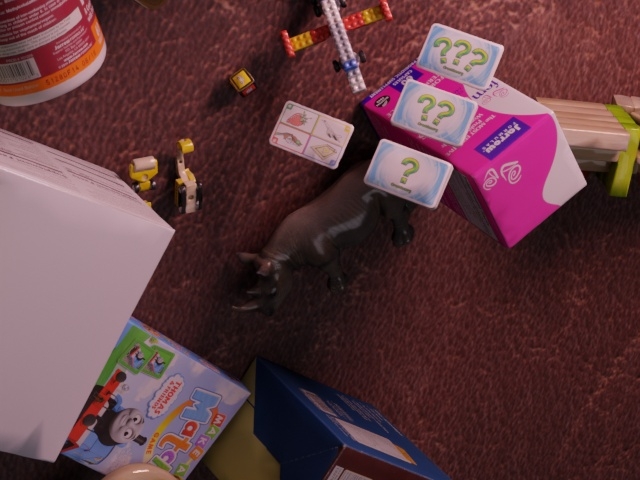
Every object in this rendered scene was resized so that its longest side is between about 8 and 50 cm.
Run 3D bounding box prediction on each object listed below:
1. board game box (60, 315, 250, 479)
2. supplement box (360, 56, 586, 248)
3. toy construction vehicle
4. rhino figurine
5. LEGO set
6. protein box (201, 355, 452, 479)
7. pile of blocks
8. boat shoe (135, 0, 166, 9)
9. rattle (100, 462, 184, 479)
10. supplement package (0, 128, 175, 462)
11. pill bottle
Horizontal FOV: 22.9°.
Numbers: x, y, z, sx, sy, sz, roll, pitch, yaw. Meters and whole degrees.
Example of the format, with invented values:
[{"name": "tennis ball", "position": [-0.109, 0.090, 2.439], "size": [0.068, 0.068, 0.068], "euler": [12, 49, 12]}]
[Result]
[{"name": "board game box", "position": [-0.196, 0.177, 1.689], "size": [0.211, 0.039, 0.160], "euler": [35, 93, -41]}, {"name": "supplement box", "position": [0.157, -0.102, 1.651], "size": [0.111, 0.220, 0.114], "euler": [-39, 130, -10]}, {"name": "toy construction vehicle", "position": [-0.165, -0.051, 1.593], "size": [0.086, 0.035, 0.098], "euler": [-16, 129, -23]}, {"name": "rhino figurine", "position": [0.000, 0.000, 1.701], "size": [0.243, 0.073, 0.106], "euler": [-36, 133, -10]}, {"name": "LEGO set", "position": [0.035, -0.159, 1.560], "size": [0.182, 0.244, 0.060], "euler": [-66, 166, -7]}, {"name": "protein box", "position": [0.010, 0.258, 1.762], "size": [0.201, 0.200, 0.136], "euler": [28, 98, -40]}, {"name": "pile of blocks", "position": [0.397, -0.100, 1.858], "size": [0.362, 0.149, 0.113], "euler": [-7, 118, -31]}, {"name": "boat shoe", "position": [-0.193, -0.273, 1.441], "size": [0.056, 0.049, 0.152], "euler": [-54, 129, -22]}, {"name": "rattle", "position": [-0.208, 0.311, 1.639], "size": [0.199, 0.143, 0.130], "euler": [3, 113, -33]}, {"name": "supplement package", "position": [-0.300, 0.046, 1.480], "size": [0.204, 0.145, 0.262], "euler": [21, 102, -39]}, {"name": "pill bottle", "position": [-0.274, -0.236, 1.359], "size": [0.121, 0.121, 0.221], "euler": [-30, 128, -17]}]
